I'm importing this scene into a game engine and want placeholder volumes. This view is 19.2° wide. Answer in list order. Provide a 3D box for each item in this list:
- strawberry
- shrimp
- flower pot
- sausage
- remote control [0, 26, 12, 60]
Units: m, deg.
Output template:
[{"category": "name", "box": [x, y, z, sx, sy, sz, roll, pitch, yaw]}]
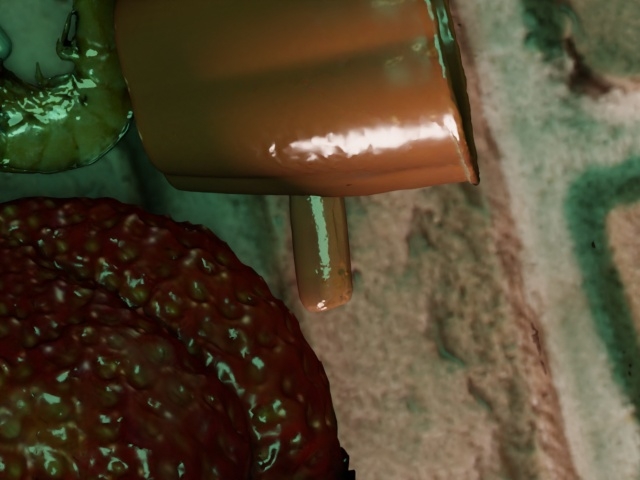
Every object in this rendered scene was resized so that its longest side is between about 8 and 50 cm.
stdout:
[{"category": "strawberry", "box": [-0.134, 0.116, 1.030, 0.288, 0.250, 0.238, 44, 128, -1]}, {"category": "shrimp", "box": [-0.192, -0.103, 1.046, 0.195, 0.035, 0.147, -5, 120, -21]}, {"category": "flower pot", "box": [-0.014, -0.108, 1.029, 0.173, 0.190, 0.190, -11, 103, 9]}, {"category": "sausage", "box": [0.000, 0.000, 1.115, 0.034, 0.034, 0.083, -7, 101, -6]}, {"category": "remote control", "box": [-0.228, -0.141, 1.064, 0.053, 0.018, 0.124, -37, 106, 1]}]
